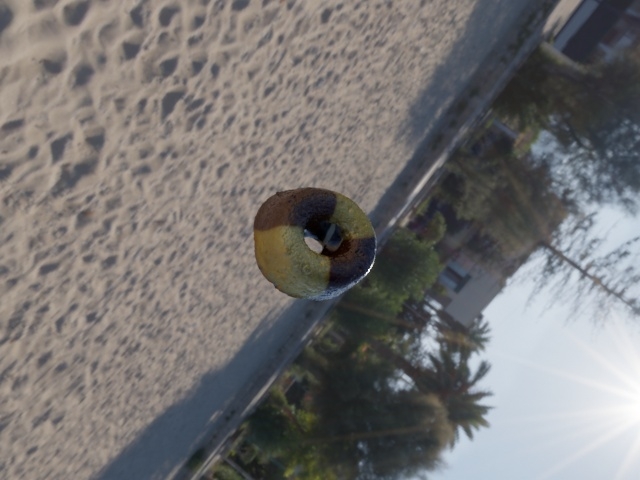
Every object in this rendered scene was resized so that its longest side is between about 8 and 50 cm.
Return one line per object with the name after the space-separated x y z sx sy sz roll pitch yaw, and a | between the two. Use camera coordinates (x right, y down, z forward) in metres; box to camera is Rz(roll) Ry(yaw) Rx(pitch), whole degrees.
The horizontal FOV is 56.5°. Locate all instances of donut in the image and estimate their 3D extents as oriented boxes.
0.000 0.000 0.828 0.073 0.184 0.166 -22 -124 55 | donut
